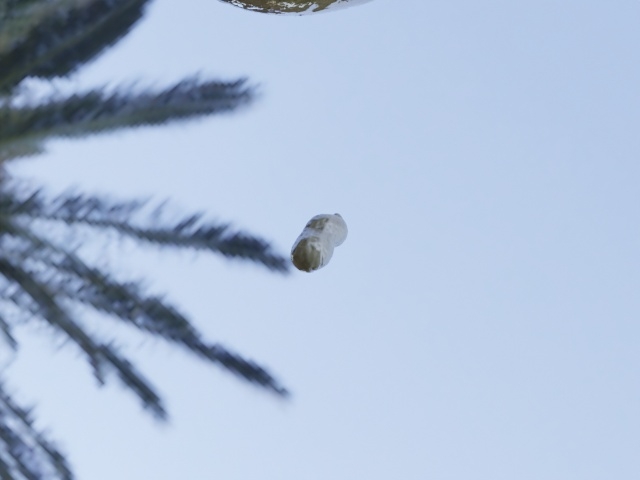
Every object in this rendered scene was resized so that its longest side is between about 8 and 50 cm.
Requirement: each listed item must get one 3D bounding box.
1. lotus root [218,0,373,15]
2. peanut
[{"bbox_3d":[-0.002,-0.264,1.477,0.146,0.303,0.131,53,-36,25],"label":"lotus root"},{"bbox_3d":[0.000,0.000,1.426,0.037,0.083,0.037,14,-56,22],"label":"peanut"}]
